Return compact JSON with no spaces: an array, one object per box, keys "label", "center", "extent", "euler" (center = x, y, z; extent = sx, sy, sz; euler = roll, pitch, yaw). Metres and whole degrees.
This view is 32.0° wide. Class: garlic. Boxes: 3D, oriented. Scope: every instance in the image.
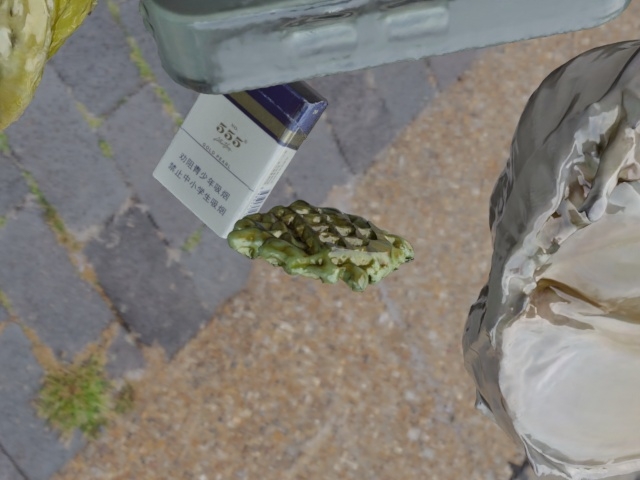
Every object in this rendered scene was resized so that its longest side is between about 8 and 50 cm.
[{"label":"garlic","center":[0.141,-0.011,0.523],"extent":[0.178,0.143,0.229],"euler":[16,117,-32]}]

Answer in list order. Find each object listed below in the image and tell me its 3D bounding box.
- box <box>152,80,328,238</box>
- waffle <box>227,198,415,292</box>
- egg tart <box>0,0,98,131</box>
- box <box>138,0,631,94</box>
[{"label":"box","center":[-0.122,-0.152,1.651],"extent":[0.259,0.168,0.071],"euler":[-54,163,22]},{"label":"waffle","center":[0.000,-0.003,1.390],"extent":[0.223,0.204,0.054],"euler":[-27,129,-62]},{"label":"egg tart","center":[-0.233,-0.215,0.733],"extent":[0.115,0.290,0.290],"euler":[-28,116,-32]},{"label":"box","center":[0.028,-0.309,0.942],"extent":[0.396,0.396,0.111],"euler":[-12,141,-6]}]
